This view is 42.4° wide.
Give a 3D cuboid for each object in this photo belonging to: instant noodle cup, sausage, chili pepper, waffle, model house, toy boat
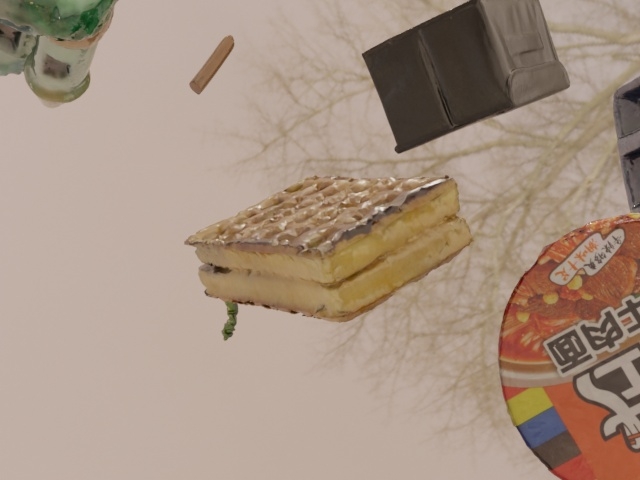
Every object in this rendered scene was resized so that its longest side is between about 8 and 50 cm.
[{"bbox_3d":[0.284,0.101,0.767,0.250,0.250,0.192,56,-174,6],"label":"instant noodle cup"},{"bbox_3d":[-0.169,-0.281,1.307,0.026,0.026,0.116,36,-116,-12],"label":"sausage"},{"bbox_3d":[-0.128,0.103,1.167,0.022,0.083,0.027,7,-162,13],"label":"chili pepper"},{"bbox_3d":[0.000,0.001,0.958,0.213,0.308,0.091,-29,-72,-30],"label":"waffle"},{"bbox_3d":[-0.330,-0.235,0.784,0.267,0.325,0.194,22,-116,-17],"label":"model house"},{"bbox_3d":[0.411,-0.054,0.947,0.078,0.127,0.282,-9,-95,-15],"label":"toy boat"}]

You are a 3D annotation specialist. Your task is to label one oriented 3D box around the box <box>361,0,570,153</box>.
[{"bbox_3d":[0.287,-0.327,1.588,0.345,0.251,0.204,-27,-84,-55],"label":"box"}]
